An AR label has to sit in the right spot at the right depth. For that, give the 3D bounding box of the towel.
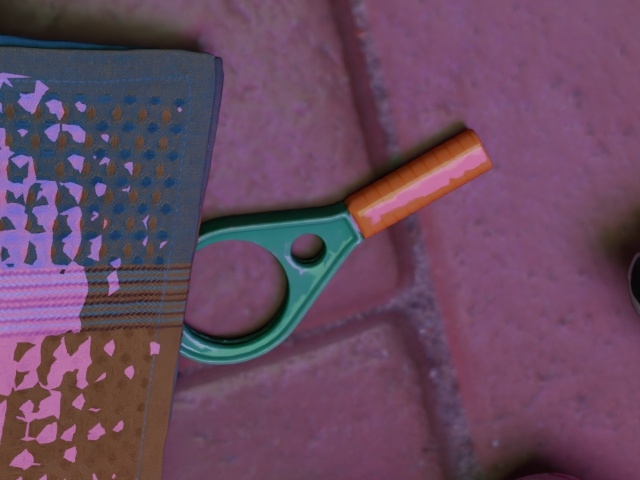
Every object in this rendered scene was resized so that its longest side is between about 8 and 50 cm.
[{"bbox_3d":[-0.199,0.067,0.718,0.271,0.040,0.370,2,101,-33],"label":"towel"}]

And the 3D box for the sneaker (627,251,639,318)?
[{"bbox_3d":[0.339,0.002,0.806,0.292,0.110,0.118,-27,121,11],"label":"sneaker"}]

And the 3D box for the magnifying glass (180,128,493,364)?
[{"bbox_3d":[0.000,0.000,0.812,0.231,0.026,0.092,-30,113,2],"label":"magnifying glass"}]

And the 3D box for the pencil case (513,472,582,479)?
[{"bbox_3d":[0.248,0.319,0.912,0.386,0.167,0.160,37,61,-21],"label":"pencil case"}]
